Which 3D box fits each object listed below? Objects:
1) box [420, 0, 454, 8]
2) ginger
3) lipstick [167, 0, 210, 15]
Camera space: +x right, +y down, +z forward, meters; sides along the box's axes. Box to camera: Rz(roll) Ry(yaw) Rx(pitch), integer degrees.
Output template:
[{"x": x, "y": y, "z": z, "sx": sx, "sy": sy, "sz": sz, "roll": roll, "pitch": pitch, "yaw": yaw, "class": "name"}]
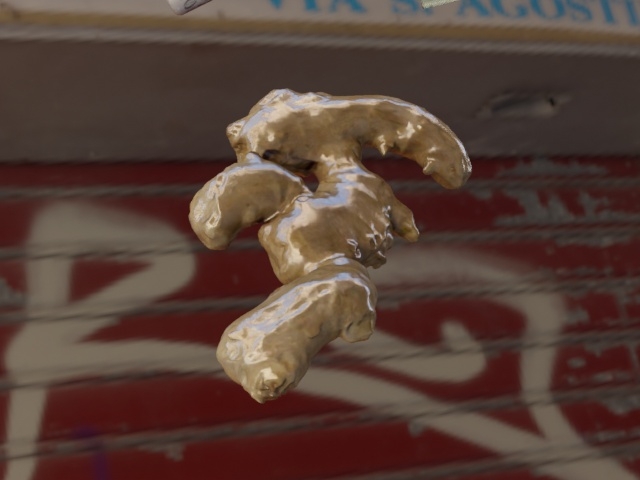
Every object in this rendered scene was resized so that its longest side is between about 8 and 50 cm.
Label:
[{"x": 0.197, "y": -0.269, "z": 1.132, "sx": 0.225, "sy": 0.086, "sz": 0.129, "roll": -8, "pitch": 16, "yaw": 33, "class": "box"}, {"x": -0.013, "y": -0.007, "z": 0.814, "sx": 0.149, "sy": 0.258, "sz": 0.065, "roll": 21, "pitch": -44, "yaw": 13, "class": "ginger"}, {"x": -0.092, "y": -0.274, "z": 1.385, "sx": 0.141, "sy": 0.040, "sz": 0.040, "roll": -27, "pitch": -23, "yaw": 4, "class": "lipstick"}]
